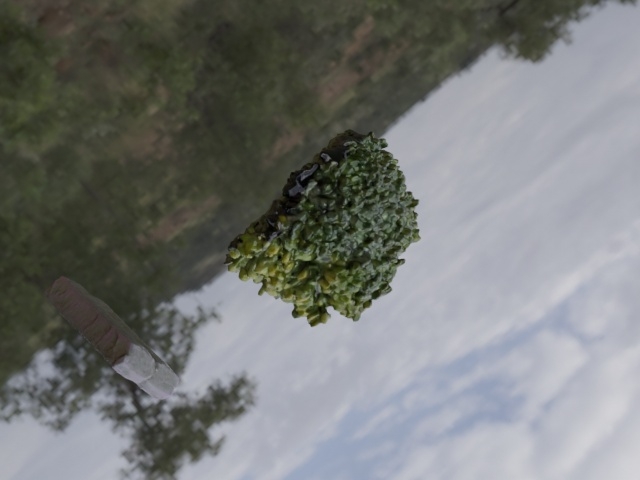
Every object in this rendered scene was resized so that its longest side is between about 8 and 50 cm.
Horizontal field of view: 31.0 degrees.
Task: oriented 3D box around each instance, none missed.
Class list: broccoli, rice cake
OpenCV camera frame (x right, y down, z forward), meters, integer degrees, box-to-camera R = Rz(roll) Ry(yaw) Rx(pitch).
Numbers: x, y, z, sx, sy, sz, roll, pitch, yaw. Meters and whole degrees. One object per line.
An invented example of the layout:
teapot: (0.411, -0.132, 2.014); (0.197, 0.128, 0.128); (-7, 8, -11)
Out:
broccoli: (0.014, 0.005, 1.397); (0.242, 0.180, 0.273); (-42, 176, -35)
rice cake: (-0.305, 0.139, 1.680); (0.050, 0.106, 0.298); (-52, -143, -6)
